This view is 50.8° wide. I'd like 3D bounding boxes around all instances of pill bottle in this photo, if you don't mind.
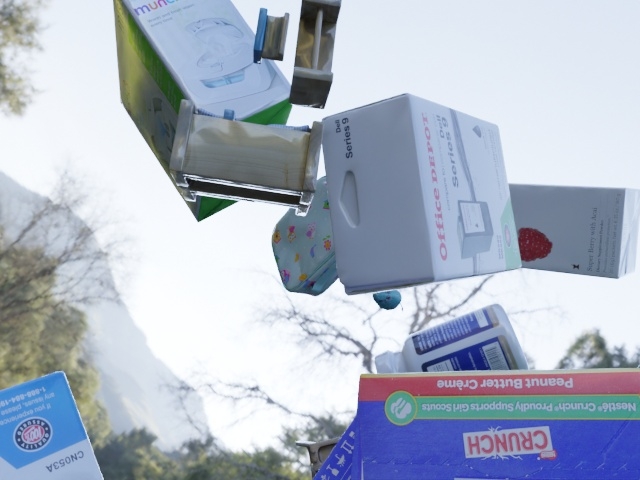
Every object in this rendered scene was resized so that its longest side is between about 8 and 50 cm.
[{"bbox_3d":[0.247,0.233,1.288,0.153,0.264,0.153,-22,90,-81],"label":"pill bottle"}]

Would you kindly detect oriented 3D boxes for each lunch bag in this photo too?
[{"bbox_3d":[0.000,0.000,1.654,0.279,0.108,0.224,-45,-128,33],"label":"lunch bag"}]

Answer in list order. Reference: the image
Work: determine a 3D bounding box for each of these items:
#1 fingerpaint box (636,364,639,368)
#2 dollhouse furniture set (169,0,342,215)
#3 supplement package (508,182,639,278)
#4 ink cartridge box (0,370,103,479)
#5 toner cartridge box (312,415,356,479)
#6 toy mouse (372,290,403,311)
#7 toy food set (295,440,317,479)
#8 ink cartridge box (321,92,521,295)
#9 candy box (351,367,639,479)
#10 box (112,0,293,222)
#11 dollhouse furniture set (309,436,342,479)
[{"bbox_3d":[0.576,0.294,0.877,0.163,0.445,0.371,32,10,-28],"label":"fingerpaint box"},{"bbox_3d":[-0.060,-0.131,0.656,0.129,0.184,0.129,8,-9,-4],"label":"dollhouse furniture set"},{"bbox_3d":[0.486,-0.028,1.392,0.293,0.175,0.178,6,-84,35],"label":"supplement package"},{"bbox_3d":[-0.287,0.298,0.564,0.129,0.223,0.307,-28,-99,35],"label":"ink cartridge box"},{"bbox_3d":[-0.006,0.385,0.898,0.075,0.348,0.165,33,-15,15],"label":"toner cartridge box"},{"bbox_3d":[0.118,0.066,1.146,0.031,0.161,0.143,-21,-66,30],"label":"toy mouse"},{"bbox_3d":[0.059,0.575,1.408,0.219,0.092,0.306,-5,-86,33],"label":"toy food set"},{"bbox_3d":[0.136,-0.049,0.843,0.121,0.289,0.211,-11,-94,33],"label":"ink cartridge box"},{"bbox_3d":[0.209,0.208,0.699,0.268,0.122,0.317,-4,-17,22],"label":"candy box"},{"bbox_3d":[-0.161,-0.190,0.892,0.231,0.126,0.262,56,-23,10],"label":"box"},{"bbox_3d":[0.055,0.413,1.191,0.123,0.144,0.151,70,7,-62],"label":"dollhouse furniture set"}]
